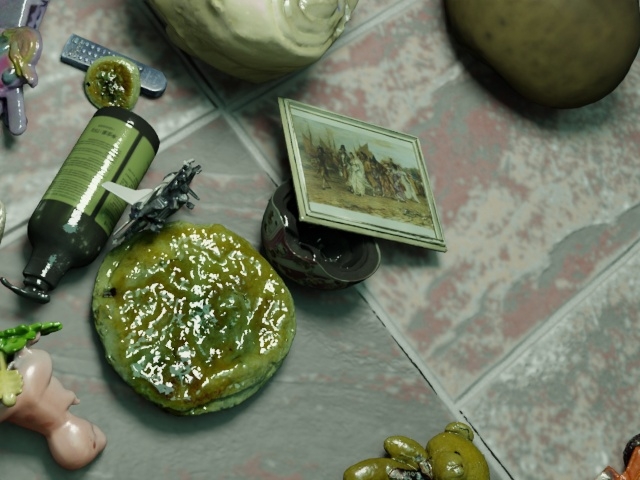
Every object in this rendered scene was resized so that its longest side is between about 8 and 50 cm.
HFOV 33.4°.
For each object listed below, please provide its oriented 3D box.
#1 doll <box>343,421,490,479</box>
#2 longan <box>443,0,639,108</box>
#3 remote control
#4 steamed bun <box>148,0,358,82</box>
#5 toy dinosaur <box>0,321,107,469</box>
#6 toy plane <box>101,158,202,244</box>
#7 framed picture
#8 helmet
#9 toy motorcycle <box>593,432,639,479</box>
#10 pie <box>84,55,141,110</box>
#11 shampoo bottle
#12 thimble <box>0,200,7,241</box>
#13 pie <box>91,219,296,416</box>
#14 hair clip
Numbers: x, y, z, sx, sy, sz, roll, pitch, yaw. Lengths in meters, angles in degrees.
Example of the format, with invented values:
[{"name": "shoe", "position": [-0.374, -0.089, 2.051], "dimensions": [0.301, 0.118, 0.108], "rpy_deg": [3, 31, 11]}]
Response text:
[{"name": "doll", "position": [0.136, 0.325, 1.439], "dimensions": [0.209, 0.097, 0.137], "rpy_deg": [-14, 82, -19]}, {"name": "longan", "position": [0.348, -0.370, 1.679], "dimensions": [0.288, 0.288, 0.350], "rpy_deg": [-43, 98, -28]}, {"name": "remote control", "position": [-0.294, -0.247, 1.529], "dimensions": [0.152, 0.027, 0.043], "rpy_deg": [23, 70, -9]}, {"name": "steamed bun", "position": [-0.106, -0.370, 1.529], "dimensions": [0.352, 0.247, 0.339], "rpy_deg": [36, 44, 14]}, {"name": "toy dinosaur", "position": [-0.363, 0.203, 1.292], "dimensions": [0.194, 0.152, 0.177], "rpy_deg": [7, 62, -63]}, {"name": "toy plane", "position": [-0.203, -0.056, 1.413], "dimensions": [0.082, 0.160, 0.234], "rpy_deg": [49, 21, 9]}, {"name": "framed picture", "position": [0.064, -0.096, 1.541], "dimensions": [0.274, 0.017, 0.217], "rpy_deg": [10, 54, -36]}, {"name": "helmet", "position": [-0.014, 0.003, 1.492], "dimensions": [0.177, 0.107, 0.153], "rpy_deg": [47, 38, -5]}, {"name": "toy motorcycle", "position": [0.463, 0.418, 1.502], "dimensions": [0.326, 0.148, 0.221], "rpy_deg": [-38, 64, -21]}, {"name": "pie", "position": [-0.293, -0.219, 1.504], "dimensions": [0.084, 0.021, 0.084], "rpy_deg": [-1, 100, -4]}, {"name": "shampoo bottle", "position": [-0.314, -0.042, 1.402], "dimensions": [0.101, 0.101, 0.284], "rpy_deg": [29, 64, -8]}, {"name": "thimble", "position": [-0.457, -0.015, 1.345], "dimensions": [0.102, 0.090, 0.115], "rpy_deg": [44, 61, -1]}, {"name": "pie", "position": [-0.166, 0.095, 1.419], "dimensions": [0.277, 0.078, 0.277], "rpy_deg": [8, 67, -19]}, {"name": "hair clip", "position": [-0.428, -0.276, 1.457], "dimensions": [0.137, 0.090, 0.278], "rpy_deg": [-1, 64, 16]}]
